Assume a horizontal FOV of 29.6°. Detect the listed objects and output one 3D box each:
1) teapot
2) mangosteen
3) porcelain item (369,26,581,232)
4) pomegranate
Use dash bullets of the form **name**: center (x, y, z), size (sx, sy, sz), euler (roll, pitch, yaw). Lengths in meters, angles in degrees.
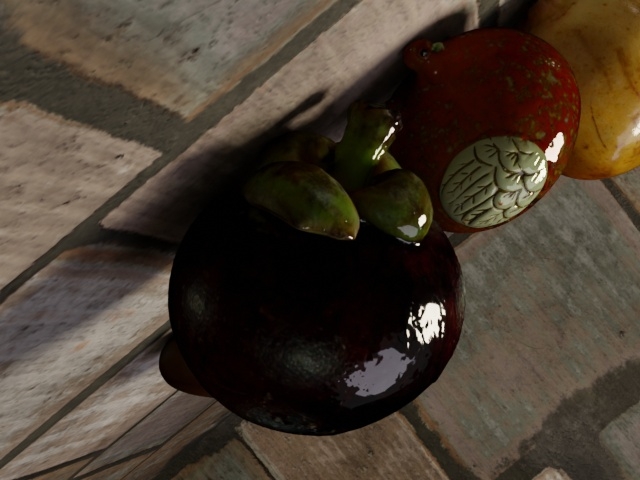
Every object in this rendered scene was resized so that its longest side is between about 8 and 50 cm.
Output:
- **teapot**: center (-0.148, 0.168, 1.838), size (0.252, 0.178, 0.135), euler (23, 79, -89)
- **mangosteen**: center (0.001, 0.048, 1.261), size (0.330, 0.330, 0.330), euler (-38, 172, -6)
- **porcelain item**: center (0.157, -0.142, 1.356), size (0.253, 0.253, 0.253), euler (-38, 172, -6)
- **pomegranate**: center (0.349, -0.215, 1.535), size (0.264, 0.264, 0.264), euler (-38, 172, -6)
